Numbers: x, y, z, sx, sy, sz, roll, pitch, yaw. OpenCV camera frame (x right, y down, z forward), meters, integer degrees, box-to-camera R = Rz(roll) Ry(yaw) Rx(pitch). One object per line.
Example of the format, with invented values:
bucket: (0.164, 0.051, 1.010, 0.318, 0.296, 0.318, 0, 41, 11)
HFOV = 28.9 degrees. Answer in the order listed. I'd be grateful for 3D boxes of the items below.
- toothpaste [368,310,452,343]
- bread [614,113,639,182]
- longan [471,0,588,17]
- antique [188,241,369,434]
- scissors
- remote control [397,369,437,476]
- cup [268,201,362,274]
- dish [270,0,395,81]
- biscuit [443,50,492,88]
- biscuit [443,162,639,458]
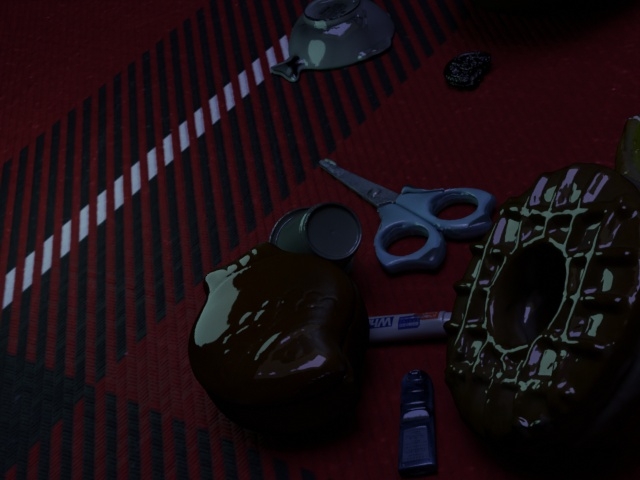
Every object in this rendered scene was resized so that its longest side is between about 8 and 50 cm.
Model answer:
toothpaste: (0.075, 0.113, 1.563, 0.218, 0.033, 0.052, -7, 39, 23)
bread: (0.498, -0.104, 1.631, 0.236, 0.070, 0.236, -12, 37, 10)
longan: (0.361, -0.553, 2.041, 0.391, 0.391, 0.391, -12, 36, 9)
antique: (-0.045, 0.122, 1.502, 0.224, 0.129, 0.278, -33, 39, -7)
scissors: (0.095, -0.059, 1.783, 0.191, 0.029, 0.360, -33, 38, -18)
remote control: (0.110, 0.207, 1.423, 0.044, 0.027, 0.152, -7, 38, 8)
cup: (0.000, 0.000, 1.632, 0.120, 0.120, 0.141, -35, -5, -22)
dish: (0.017, -0.379, 2.207, 0.246, 0.078, 0.224, -34, 39, -21)
biscuit: (0.242, -0.277, 2.013, 0.087, 0.027, 0.089, -21, 35, -2)
biscuit: (0.256, 0.074, 1.330, 0.332, 0.103, 0.332, -43, 33, 38)
